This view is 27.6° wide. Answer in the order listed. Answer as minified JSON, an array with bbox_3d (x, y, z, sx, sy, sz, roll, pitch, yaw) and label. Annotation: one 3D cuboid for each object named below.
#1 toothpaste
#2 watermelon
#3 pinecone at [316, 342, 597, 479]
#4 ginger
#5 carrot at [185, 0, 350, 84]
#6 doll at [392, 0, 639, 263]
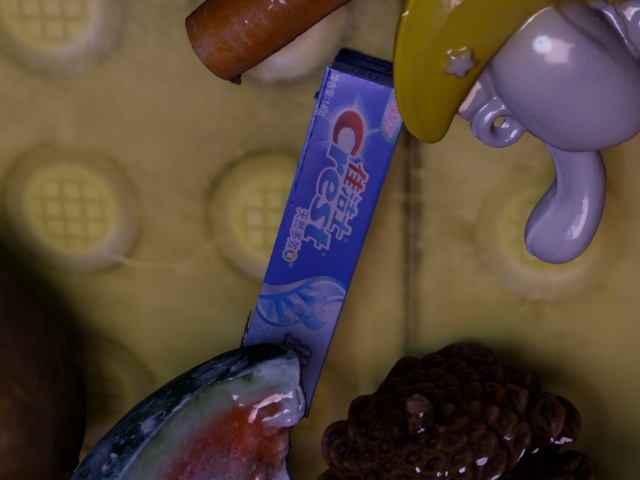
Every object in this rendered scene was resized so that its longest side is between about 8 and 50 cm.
[{"bbox_3d":[0.000,0.000,0.936,0.066,0.053,0.272,18,116,1],"label":"toothpaste"},{"bbox_3d":[-0.096,0.238,0.913,0.214,0.289,0.320,36,124,0],"label":"watermelon"},{"bbox_3d":[0.104,0.181,0.929,0.208,0.207,0.207,4,115,9],"label":"pinecone"},{"bbox_3d":[-0.278,0.106,0.954,0.223,0.200,0.269,16,117,5],"label":"ginger"},{"bbox_3d":[0.010,-0.185,0.841,0.225,0.067,0.067,-34,105,24],"label":"carrot"},{"bbox_3d":[0.154,-0.130,0.810,0.237,0.111,0.252,-45,123,9],"label":"doll"}]
